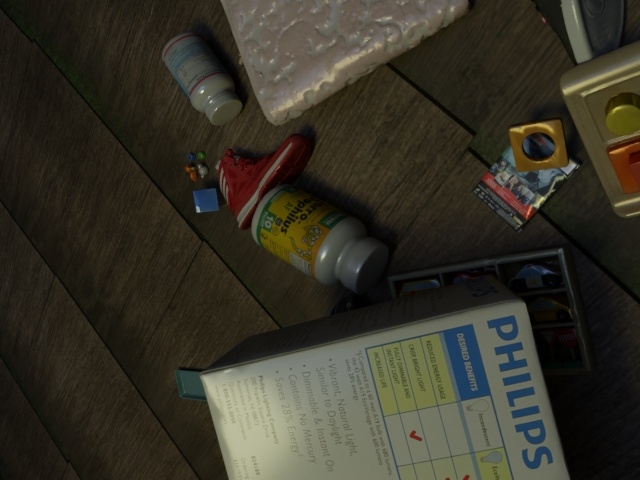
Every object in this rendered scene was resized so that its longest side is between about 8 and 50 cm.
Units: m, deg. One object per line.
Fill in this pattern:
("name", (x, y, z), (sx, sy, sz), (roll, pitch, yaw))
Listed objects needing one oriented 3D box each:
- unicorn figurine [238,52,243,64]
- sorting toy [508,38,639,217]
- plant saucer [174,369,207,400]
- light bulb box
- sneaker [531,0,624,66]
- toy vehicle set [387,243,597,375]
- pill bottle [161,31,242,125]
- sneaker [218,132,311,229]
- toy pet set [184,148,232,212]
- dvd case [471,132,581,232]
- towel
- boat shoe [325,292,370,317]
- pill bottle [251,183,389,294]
("unicorn figurine", (-0.070, -0.355, 0.930), (0.111, 0.060, 0.162), (19, 104, 23))
("sorting toy", (0.374, -0.120, 0.616), (0.347, 0.047, 0.196), (-17, 113, 39))
("plant saucer", (-0.243, 0.313, 1.244), (0.192, 0.018, 0.067), (-6, 97, 39))
("light bulb box", (0.096, 0.262, 0.711), (0.361, 0.225, 0.358), (-15, 91, 10))
("sneaker", (0.248, -0.323, 0.682), (0.147, 0.104, 0.296), (-8, 108, 57))
("toy vehicle set", (0.233, 0.110, 0.822), (0.267, 0.035, 0.166), (-14, 92, 39))
("pill bottle", (-0.209, -0.288, 1.034), (0.087, 0.087, 0.160), (-44, 74, 35))
("sneaker", (-0.115, -0.129, 1.002), (0.128, 0.087, 0.221), (51, 124, 15))
("toy pet set", (-0.226, -0.113, 1.102), (0.122, 0.065, 0.114), (0, 100, 38))
("dvd case", (0.269, -0.082, 0.765), (0.087, 0.013, 0.119), (46, 125, 20))
("towel", (0.002, -0.379, 0.831), (0.332, 0.053, 0.317), (-25, 86, 26))
("boat shoe", (0.092, 0.191, 0.919), (0.228, 0.081, 0.069), (56, 131, 17))
("pill bottle", (0.000, 0.000, 0.922), (0.208, 0.117, 0.118), (30, 117, 29))
